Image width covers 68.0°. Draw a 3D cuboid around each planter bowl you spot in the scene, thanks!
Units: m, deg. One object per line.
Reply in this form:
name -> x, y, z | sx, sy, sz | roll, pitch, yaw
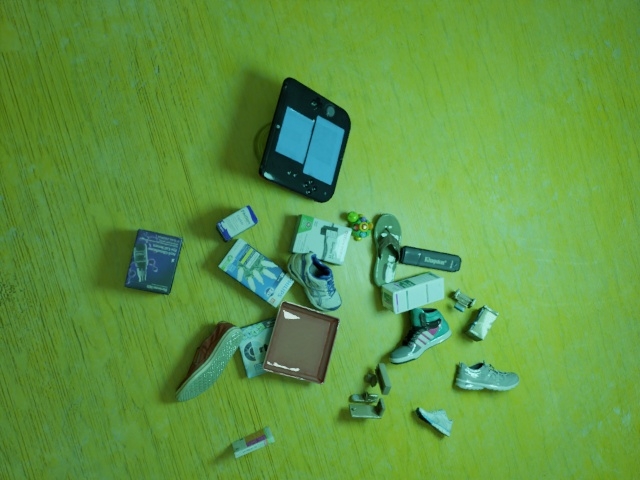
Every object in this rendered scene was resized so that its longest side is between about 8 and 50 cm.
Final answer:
planter bowl -> -0.145, -0.361, 1.803 | 0.217, 0.090, 0.217 | 1, 87, -14

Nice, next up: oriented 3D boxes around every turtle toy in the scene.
turtle toy -> 0.153, -0.062, 1.879 | 0.130, 0.066, 0.095 | 44, 78, -9

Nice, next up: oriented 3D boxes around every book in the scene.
book -> -0.244, 0.730, 1.717 | 0.144, 0.096, 0.035 | -18, 92, -15

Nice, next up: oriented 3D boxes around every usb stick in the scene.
usb stick -> 0.454, 0.078, 1.959 | 0.278, 0.045, 0.077 | 10, 87, -17

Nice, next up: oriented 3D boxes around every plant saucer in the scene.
plant saucer -> -0.074, 0.382, 1.779 | 0.258, 0.048, 0.259 | 21, 76, -23

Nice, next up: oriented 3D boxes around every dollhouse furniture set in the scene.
dollhouse furniture set -> 0.182, 0.572, 1.815 | 0.123, 0.144, 0.151 | 7, 122, -14
dollhouse furniture set -> 0.611, 0.312, 1.969 | 0.184, 0.129, 0.129 | 32, 79, 13

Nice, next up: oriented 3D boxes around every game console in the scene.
game console -> -0.045, -0.360, 1.772 | 0.342, 0.060, 0.386 | 21, 80, -43

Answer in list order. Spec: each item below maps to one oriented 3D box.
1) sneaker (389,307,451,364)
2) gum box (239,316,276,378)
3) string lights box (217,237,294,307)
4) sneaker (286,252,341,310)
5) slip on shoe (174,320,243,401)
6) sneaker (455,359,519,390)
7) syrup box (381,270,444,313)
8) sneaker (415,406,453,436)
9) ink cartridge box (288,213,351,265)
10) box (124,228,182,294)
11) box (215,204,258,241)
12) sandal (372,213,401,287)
sneaker -> 0.377, 0.355, 1.885 | 0.296, 0.124, 0.178 | -25, 99, -22
gum box -> -0.220, 0.398, 1.769 | 0.157, 0.041, 0.184 | -15, 90, -15
string lights box -> -0.237, 0.120, 1.760 | 0.260, 0.077, 0.133 | 37, 78, -11
sneaker -> 0.002, 0.161, 1.760 | 0.296, 0.131, 0.112 | 48, 50, -28
slip on shoe -> -0.406, 0.430, 1.695 | 0.101, 0.123, 0.331 | 34, 88, 33
sneaker -> 0.700, 0.557, 1.972 | 0.281, 0.105, 0.115 | 3, 86, -14
syrup box -> 0.367, 0.205, 1.887 | 0.237, 0.093, 0.096 | -13, 108, -21
sneaker -> 0.464, 0.715, 1.928 | 0.191, 0.071, 0.083 | 38, 72, -19
ink cartridge box -> 0.000, 0.000, 1.824 | 0.208, 0.087, 0.153 | 15, 84, -14
box -> -0.578, 0.076, 1.656 | 0.153, 0.108, 0.207 | 12, 84, -15
box -> -0.305, -0.059, 1.726 | 0.137, 0.126, 0.072 | -32, 94, -14
sandal -> 0.276, 0.043, 1.895 | 0.120, 0.086, 0.302 | 3, 86, -15
